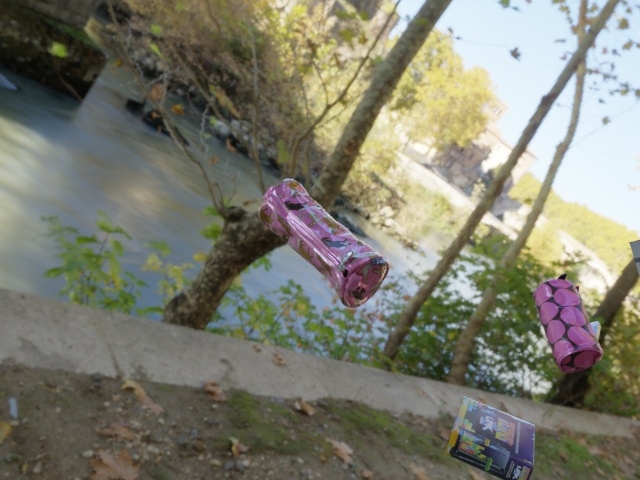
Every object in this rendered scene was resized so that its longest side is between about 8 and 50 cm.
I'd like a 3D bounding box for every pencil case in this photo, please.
[{"bbox_3d":[0.516,0.173,1.189,0.098,0.095,0.209,1,43,3],"label":"pencil case"},{"bbox_3d":[0.000,0.000,1.470,0.160,0.167,0.386,-27,53,-28],"label":"pencil case"}]

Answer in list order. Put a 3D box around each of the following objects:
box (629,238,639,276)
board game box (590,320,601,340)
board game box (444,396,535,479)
[{"bbox_3d":[0.901,0.079,1.512,0.145,0.038,0.186,-10,81,-30],"label":"box"},{"bbox_3d":[0.673,0.244,1.478,0.090,0.090,0.020,-28,94,-57],"label":"board game box"},{"bbox_3d":[0.309,0.357,1.031,0.141,0.048,0.170,18,12,18],"label":"board game box"}]
